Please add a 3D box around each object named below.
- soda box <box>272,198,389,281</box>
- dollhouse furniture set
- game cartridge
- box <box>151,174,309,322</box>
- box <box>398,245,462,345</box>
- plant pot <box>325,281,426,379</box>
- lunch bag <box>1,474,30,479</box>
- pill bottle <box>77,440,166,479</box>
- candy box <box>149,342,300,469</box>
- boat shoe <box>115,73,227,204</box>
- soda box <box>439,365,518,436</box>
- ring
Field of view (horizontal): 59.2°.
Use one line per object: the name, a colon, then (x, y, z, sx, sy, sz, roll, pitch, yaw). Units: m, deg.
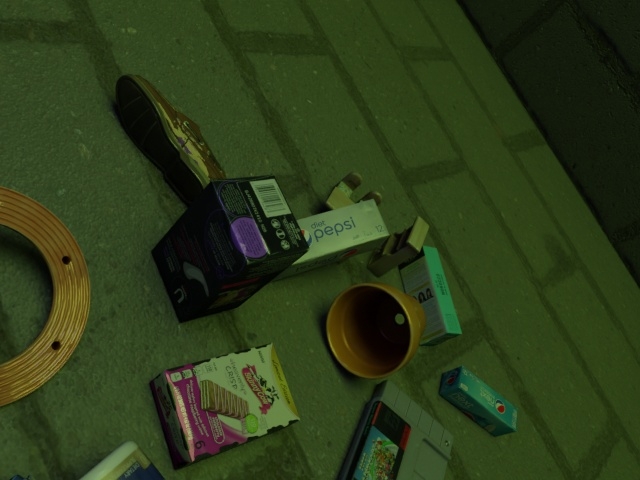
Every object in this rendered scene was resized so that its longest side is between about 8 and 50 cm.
soda box: (0.000, 0.000, 1.252, 0.286, 0.091, 0.098, -17, 73, -17)
dollhouse furniture set: (0.125, -0.046, 1.423, 0.242, 0.161, 0.212, 42, 44, -11)
game cartridge: (0.155, 0.491, 1.170, 0.230, 0.068, 0.355, 45, 43, -14)
box: (-0.174, 0.018, 1.042, 0.143, 0.270, 0.165, -12, 71, -44)
box: (0.283, 0.144, 1.478, 0.060, 0.100, 0.244, 11, 57, -37)
plant pot: (0.146, 0.191, 1.277, 0.188, 0.205, 0.205, -3, 64, -60)
lunch bag: (-0.419, 0.362, 0.753, 0.065, 0.067, 0.098, 41, 44, -12)
pill bottle: (-0.246, 0.429, 0.784, 0.264, 0.153, 0.153, 50, 43, 2)
candy box: (-0.167, 0.290, 1.015, 0.233, 0.071, 0.159, -7, 67, -44)
boat shoe: (-0.318, -0.219, 1.210, 0.307, 0.111, 0.104, 59, 38, -7)
soda box: (0.401, 0.408, 1.424, 0.210, 0.071, 0.067, 39, 45, -14)
ring: (-0.507, 0.080, 0.830, 0.337, 0.032, 0.336, 12, 74, -47)
